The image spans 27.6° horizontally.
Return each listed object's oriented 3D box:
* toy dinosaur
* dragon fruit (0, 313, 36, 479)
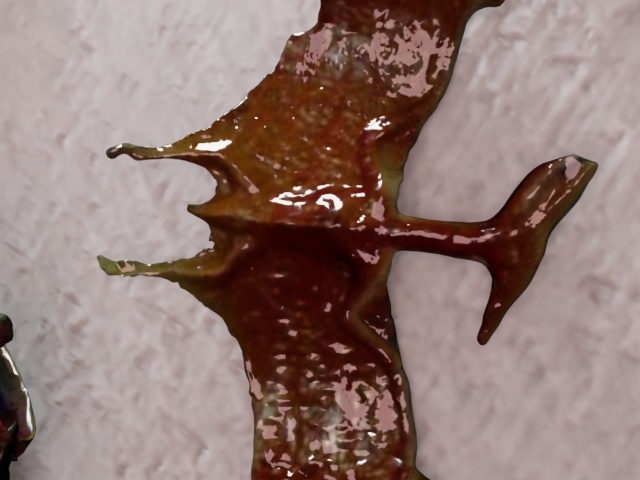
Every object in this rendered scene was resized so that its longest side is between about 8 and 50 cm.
[{"bbox_3d":[-0.009,0.005,0.543,0.206,0.113,0.327,33,98,11],"label":"toy dinosaur"},{"bbox_3d":[-0.223,0.104,0.540,0.233,0.234,0.293,-22,101,11],"label":"dragon fruit"}]
